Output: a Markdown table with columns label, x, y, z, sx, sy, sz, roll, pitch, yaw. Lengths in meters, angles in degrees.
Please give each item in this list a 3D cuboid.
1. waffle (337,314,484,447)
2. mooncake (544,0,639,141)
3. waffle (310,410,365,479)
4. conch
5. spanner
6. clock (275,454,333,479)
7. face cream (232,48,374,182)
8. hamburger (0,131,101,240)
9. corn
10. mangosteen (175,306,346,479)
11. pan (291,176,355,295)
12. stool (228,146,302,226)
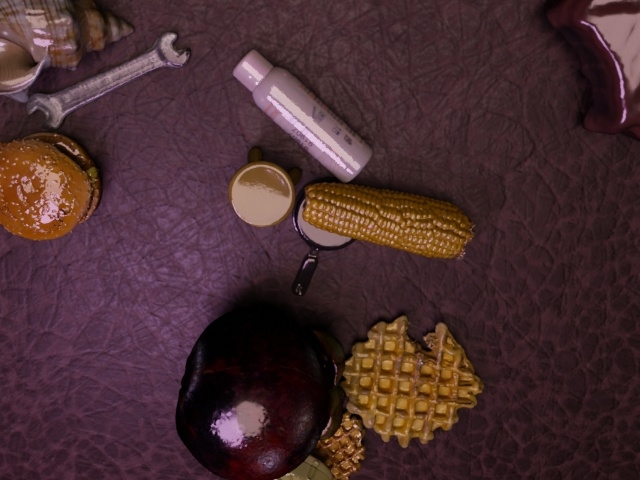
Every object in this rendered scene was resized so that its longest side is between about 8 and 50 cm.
| label | x | y | z | sx | sy | sz | roll | pitch | yaw |
| --- | --- | --- | --- | --- | --- | --- | --- | --- | --- |
| waffle | 0.165 | 0.268 | 1.291 | 0.250 | 0.056 | 0.261 | -35 | 106 | 10 |
| mooncake | 0.519 | -0.316 | 1.064 | 0.334 | 0.174 | 0.325 | 7 | 108 | -4 |
| waffle | 0.004 | 0.402 | 1.336 | 0.191 | 0.038 | 0.191 | 0 | 108 | 0 |
| conch | -0.488 | -0.318 | 1.055 | 0.386 | 0.169 | 0.203 | -9 | 103 | -13 |
| spanner | -0.362 | -0.271 | 1.148 | 0.302 | 0.017 | 0.071 | -24 | 105 | 7 |
| clock | -0.084 | 0.486 | 1.319 | 0.170 | 0.069 | 0.232 | 27 | 128 | 4 |
| face cream | -0.032 | -0.211 | 1.135 | 0.269 | 0.082 | 0.082 | 40 | 102 | -11 |
| hamburger | -0.478 | -0.095 | 1.149 | 0.191 | 0.118 | 0.182 | 42 | 99 | -7 |
| corn | 0.117 | -0.040 | 1.160 | 0.305 | 0.106 | 0.106 | 13 | 106 | -13 |
| mangosteen | -0.100 | 0.273 | 1.171 | 0.300 | 0.300 | 0.300 | 0 | 106 | 0 |
| pan | 0.000 | 0.000 | 1.223 | 0.136 | 0.028 | 0.235 | 19 | 105 | -8 |
| stool | -0.095 | -0.088 | 1.155 | 0.135 | 0.110 | 0.134 | -18 | 107 | 4 |
